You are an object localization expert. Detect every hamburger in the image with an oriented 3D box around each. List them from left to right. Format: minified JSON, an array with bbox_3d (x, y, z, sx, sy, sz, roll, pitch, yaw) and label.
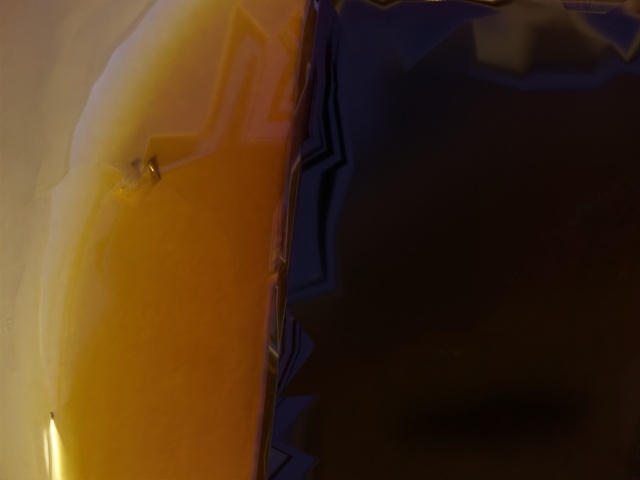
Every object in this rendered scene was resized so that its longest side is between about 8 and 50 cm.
[{"bbox_3d":[0.000,0.000,0.555,0.294,0.179,0.276,-4,108,-25],"label":"hamburger"}]
